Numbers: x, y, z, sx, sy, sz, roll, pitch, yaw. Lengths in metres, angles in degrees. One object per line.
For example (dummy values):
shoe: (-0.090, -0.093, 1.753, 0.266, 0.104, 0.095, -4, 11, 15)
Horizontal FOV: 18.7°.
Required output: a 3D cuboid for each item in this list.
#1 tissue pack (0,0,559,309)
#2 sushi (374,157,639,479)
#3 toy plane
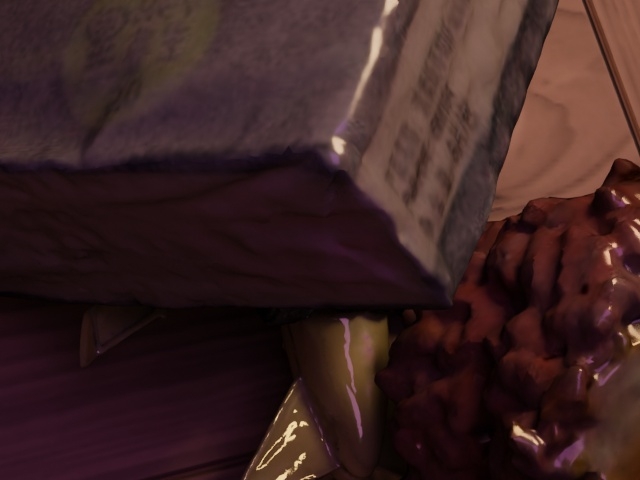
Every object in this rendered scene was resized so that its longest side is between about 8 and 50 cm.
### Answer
tissue pack: (-0.022, -0.157, 0.869, 0.124, 0.288, 0.394, 51, 51, -42)
sushi: (0.156, 0.091, 0.853, 0.270, 0.171, 0.237, 14, 81, -32)
toy plane: (0.000, 0.000, 0.920, 0.242, 0.104, 0.256, 0, 76, -24)
